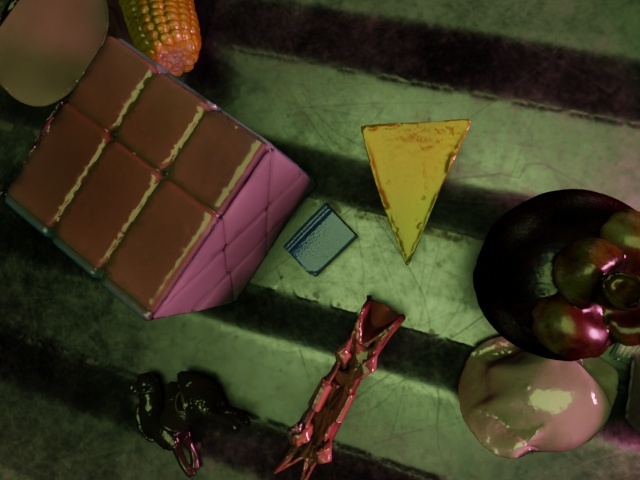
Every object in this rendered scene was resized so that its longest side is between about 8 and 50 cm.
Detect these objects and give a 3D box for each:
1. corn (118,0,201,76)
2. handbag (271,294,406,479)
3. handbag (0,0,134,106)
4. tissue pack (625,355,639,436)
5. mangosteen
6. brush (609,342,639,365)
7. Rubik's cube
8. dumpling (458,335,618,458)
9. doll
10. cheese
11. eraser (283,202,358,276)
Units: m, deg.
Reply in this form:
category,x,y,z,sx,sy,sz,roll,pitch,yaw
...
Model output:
category,x,y,z,sx,sy,sz,roll,pitch,yaw
corn,-0.230,-0.355,0.636,0.106,0.106,0.305,-23,73,10
handbag,0.027,0.175,0.568,0.059,0.157,0.212,29,94,10
handbag,-0.349,-0.279,0.672,0.179,0.116,0.205,44,97,9
tissue pack,0.439,0.189,0.510,0.149,0.106,0.099,1,101,11
mangosteen,0.270,0.038,0.488,0.194,0.230,0.194,-1,95,-8
brush,0.439,0.063,0.563,0.083,0.010,0.218,25,96,10
Rubik's cube,-0.175,-0.063,0.579,0.225,0.231,0.221,36,95,11
dumpling,0.259,0.178,0.564,0.176,0.092,0.150,-36,69,16
doll,-0.199,0.245,0.666,0.165,0.057,0.139,44,100,13
cheese,0.116,-0.055,0.589,0.126,0.093,0.171,1,89,8
eraser,0.000,0.000,0.643,0.085,0.027,0.063,-45,83,7
